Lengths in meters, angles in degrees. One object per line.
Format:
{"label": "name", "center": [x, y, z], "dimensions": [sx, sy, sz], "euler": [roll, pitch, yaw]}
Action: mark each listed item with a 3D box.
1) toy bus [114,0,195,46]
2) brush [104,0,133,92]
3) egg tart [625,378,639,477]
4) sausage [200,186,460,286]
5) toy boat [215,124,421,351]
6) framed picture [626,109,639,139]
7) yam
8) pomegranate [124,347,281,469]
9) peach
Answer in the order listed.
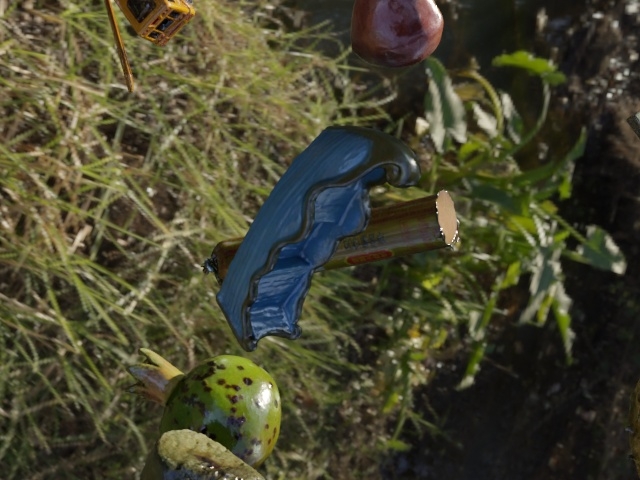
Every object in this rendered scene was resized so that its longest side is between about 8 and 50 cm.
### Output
{"label": "toy bus", "center": [-0.271, -0.381, 1.316], "dimensions": [0.083, 0.194, 0.088], "euler": [-40, 167, 19]}
{"label": "brush", "center": [-0.348, -0.379, 1.507], "dimensions": [0.017, 0.314, 0.090], "euler": [-13, 160, -14]}
{"label": "egg tart", "center": [0.293, 0.077, 0.519], "dimensions": [0.123, 0.294, 0.294], "euler": [33, 79, -30]}
{"label": "sausage", "center": [-0.002, 0.008, 1.224], "dimensions": [0.082, 0.371, 0.082], "euler": [-12, 90, -67]}
{"label": "toy boat", "center": [0.000, 0.000, 0.629], "dimensions": [0.075, 0.077, 0.185], "euler": [-6, 133, -54]}
{"label": "framed picture", "center": [0.533, -0.058, 1.073], "dimensions": [0.240, 0.324, 0.020], "euler": [-28, 167, -27]}
{"label": "yam", "center": [-0.210, 0.444, 1.370], "dimensions": [0.195, 0.195, 0.300], "euler": [14, 105, -47]}
{"label": "pomegranate", "center": [-0.212, 0.315, 1.608], "dimensions": [0.231, 0.285, 0.231], "euler": [4, 90, -86]}
{"label": "peach", "center": [0.109, -0.343, 1.436], "dimensions": [0.152, 0.152, 0.152], "euler": [-17, 116, -41]}
